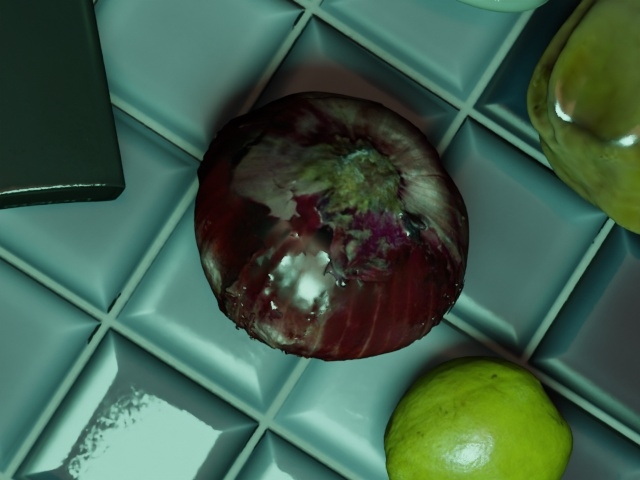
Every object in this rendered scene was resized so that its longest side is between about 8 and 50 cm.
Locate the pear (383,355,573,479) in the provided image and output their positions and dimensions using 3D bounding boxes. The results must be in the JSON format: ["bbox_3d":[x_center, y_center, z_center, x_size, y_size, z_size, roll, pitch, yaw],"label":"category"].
[{"bbox_3d":[0.131,0.175,1.634,0.162,0.149,0.149,-25,91,-1],"label":"pear"}]

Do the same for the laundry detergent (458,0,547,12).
[{"bbox_3d":[0.147,-0.312,1.668,0.280,0.105,0.215,14,87,-6],"label":"laundry detergent"}]

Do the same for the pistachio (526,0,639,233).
[{"bbox_3d":[0.301,-0.138,1.655,0.213,0.163,0.260,44,72,-23],"label":"pistachio"}]

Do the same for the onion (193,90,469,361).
[{"bbox_3d":[0.000,0.000,1.604,0.252,0.219,0.252,17,48,-20],"label":"onion"}]

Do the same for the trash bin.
[{"bbox_3d":[-0.266,-0.141,1.623,0.165,0.115,0.225,-7,85,-12],"label":"trash bin"}]
